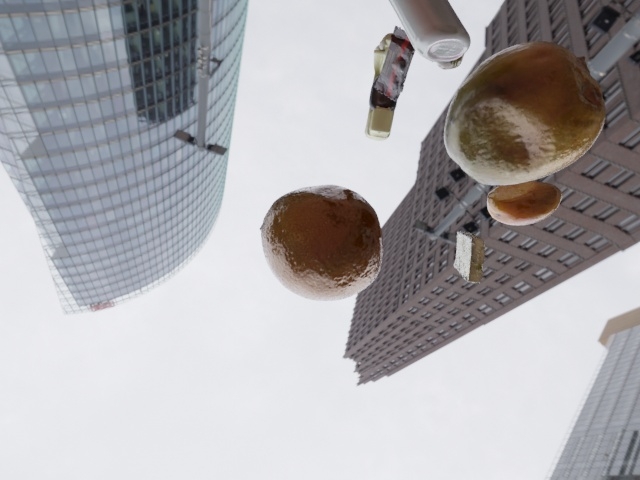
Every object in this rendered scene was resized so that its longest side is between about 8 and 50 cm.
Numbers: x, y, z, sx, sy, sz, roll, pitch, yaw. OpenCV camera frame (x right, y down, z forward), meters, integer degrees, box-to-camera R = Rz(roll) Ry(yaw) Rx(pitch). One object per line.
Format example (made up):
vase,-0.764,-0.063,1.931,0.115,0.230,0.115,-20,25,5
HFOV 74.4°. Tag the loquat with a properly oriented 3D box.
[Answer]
loquat,0.405,-0.249,0.858,0.276,0.284,0.276,20,-129,-27

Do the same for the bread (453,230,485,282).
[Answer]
bread,0.238,0.023,0.678,0.028,0.154,0.068,5,-84,11

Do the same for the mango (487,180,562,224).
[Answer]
mango,0.602,-0.112,1.242,0.217,0.102,0.141,-16,-144,-1

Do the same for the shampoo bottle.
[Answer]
shampoo bottle,0.126,-0.350,0.583,0.108,0.051,0.220,-13,-106,-37

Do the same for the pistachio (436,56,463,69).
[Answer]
pistachio,0.402,-0.618,1.340,0.189,0.110,0.100,35,-142,-34

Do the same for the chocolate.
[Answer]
chocolate,0.195,-0.454,1.093,0.086,0.182,0.028,40,-123,14

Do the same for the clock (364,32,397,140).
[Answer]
clock,0.224,-0.534,1.435,0.120,0.276,0.378,7,-84,1

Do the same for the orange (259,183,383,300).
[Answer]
orange,0.000,0.000,0.879,0.264,0.264,0.264,8,-121,-13
